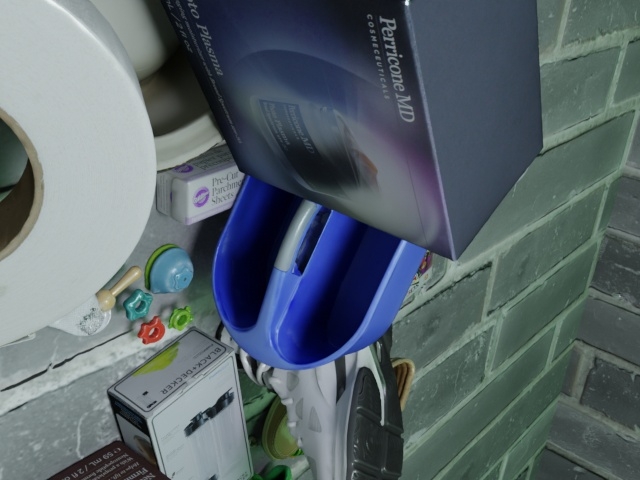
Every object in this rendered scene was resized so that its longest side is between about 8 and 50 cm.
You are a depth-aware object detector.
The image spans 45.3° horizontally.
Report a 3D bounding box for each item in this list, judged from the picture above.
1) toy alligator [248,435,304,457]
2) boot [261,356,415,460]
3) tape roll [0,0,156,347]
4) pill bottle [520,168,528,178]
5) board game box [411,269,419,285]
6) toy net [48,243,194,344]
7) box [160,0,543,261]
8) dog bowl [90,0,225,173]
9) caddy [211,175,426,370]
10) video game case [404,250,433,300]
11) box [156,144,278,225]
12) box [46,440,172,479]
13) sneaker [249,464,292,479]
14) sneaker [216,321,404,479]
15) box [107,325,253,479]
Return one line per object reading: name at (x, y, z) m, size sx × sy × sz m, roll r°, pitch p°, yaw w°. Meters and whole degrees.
toy alligator at (-0.066, 0.383, 1.430) m, size 0.189 × 0.051 × 0.056 m, roll 17°, pitch 96°, yaw -57°
boot at (0.033, 0.296, 1.363) m, size 0.262 × 0.203 × 0.095 m, roll -44°, pitch 118°, yaw -34°
tape roll at (-0.322, -0.057, 0.586) m, size 0.391 × 0.072 × 0.392 m, roll -13°, pitch 136°, yaw -13°
pill bottle at (0.298, -0.174, 1.500) m, size 0.264 × 0.153 × 0.153 m, roll -5°, pitch 114°, yaw -54°
board game box at (0.080, -0.056, 1.184) m, size 0.030 × 0.260 × 0.136 m, roll -21°, pitch 131°, yaw -12°
toy net at (-0.254, 0.081, 0.979) m, size 0.232 × 0.045 × 0.122 m, roll -13°, pitch 123°, yaw -49°
box at (0.031, -0.174, 0.714) m, size 0.183 × 0.294 × 0.296 m, roll -50°, pitch 144°, yaw -23°
dog bowl at (-0.194, -0.276, 0.737) m, size 0.408 × 0.150 × 0.408 m, roll -32°, pitch 134°, yaw -41°
caddy at (0.000, 0.000, 0.996) m, size 0.179 × 0.241 × 0.342 m, roll 12°, pitch 103°, yaw -65°
video game case at (0.159, 0.025, 1.533) m, size 0.210 × 0.041 × 0.232 m, roll -35°, pitch 136°, yaw -40°
box at (-0.086, -0.107, 1.077) m, size 0.324 × 0.063 × 0.067 m, roll -26°, pitch 131°, yaw -45°
box at (-0.269, 0.412, 1.019) m, size 0.168 × 0.203 × 0.167 m, roll -25°, pitch 129°, yaw -47°
sneaker at (-0.154, 0.463, 1.333) m, size 0.295 × 0.109 × 0.124 m, roll -3°, pitch 90°, yaw -52°
sneaker at (-0.024, 0.233, 1.157) m, size 0.169 × 0.257 × 0.448 m, roll 42°, pitch 42°, yaw -52°
box at (-0.199, 0.293, 1.149) m, size 0.169 × 0.087 × 0.290 m, roll -38°, pitch 138°, yaw -36°
